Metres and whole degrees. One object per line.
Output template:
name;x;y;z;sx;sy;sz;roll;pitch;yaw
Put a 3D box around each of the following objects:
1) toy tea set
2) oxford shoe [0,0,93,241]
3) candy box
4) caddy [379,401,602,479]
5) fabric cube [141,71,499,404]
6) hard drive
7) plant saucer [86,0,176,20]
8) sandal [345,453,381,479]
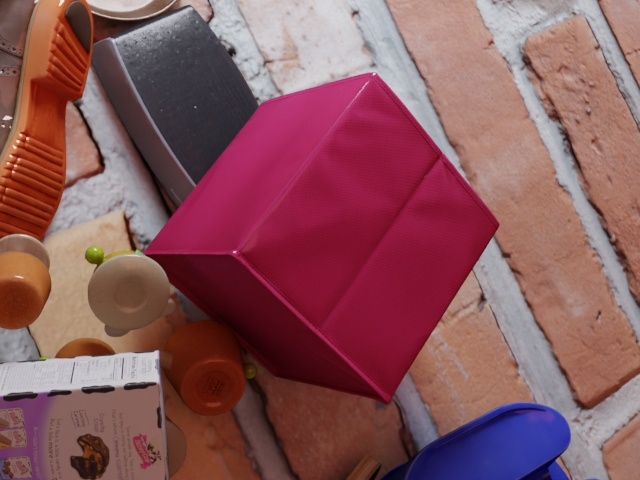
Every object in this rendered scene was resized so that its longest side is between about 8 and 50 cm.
toy tea set;-0.227;0.107;0.982;0.200;0.124;0.336;-37;114;-3
oxford shoe;-0.367;-0.114;0.984;0.132;0.130;0.364;11;78;10
candy box;-0.258;0.208;0.899;0.196;0.070;0.165;-3;112;-10
caddy;0.215;0.364;1.118;0.341;0.179;0.241;-19;65;-29
fabric cube;0.000;0.000;1.013;0.259;0.254;0.258;46;66;-25
hard drive;-0.164;-0.171;1.115;0.172;0.054;0.255;-32;93;-29
plant saucer;-0.268;-0.365;1.115;0.198;0.036;0.199;7;72;-24
sandal;-0.023;0.343;1.070;0.079;0.088;0.240;33;53;18
